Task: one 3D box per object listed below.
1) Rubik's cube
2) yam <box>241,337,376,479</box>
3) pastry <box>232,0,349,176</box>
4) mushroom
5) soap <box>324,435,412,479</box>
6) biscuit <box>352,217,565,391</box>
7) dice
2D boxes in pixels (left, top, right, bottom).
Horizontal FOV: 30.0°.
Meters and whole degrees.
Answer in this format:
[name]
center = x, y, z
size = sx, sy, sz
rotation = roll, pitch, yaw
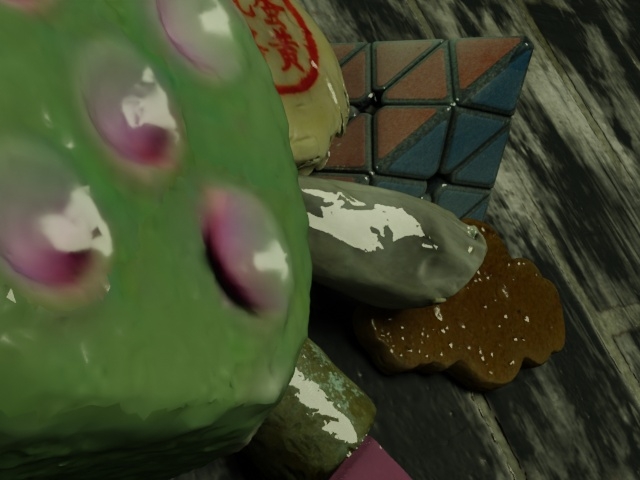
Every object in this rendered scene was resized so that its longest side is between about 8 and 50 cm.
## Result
[Rubik's cube]
center = 0.082, -0.102, 1.280
size = 0.233, 0.229, 0.228
rotation = 5, 2, -3
[yam]
center = -0.056, 0.103, 0.962
size = 0.194, 0.107, 0.107
rotation = 47, 34, -5
[pastry]
center = -0.088, -0.157, 1.150
size = 0.264, 0.133, 0.265
rotation = 30, 43, -32
[mushroom]
center = -0.001, -0.002, 1.085
size = 0.351, 0.097, 0.109
rotation = 10, 83, -25
[soap]
center = 0.023, 0.287, 0.903
size = 0.181, 0.081, 0.259
rotation = 51, 34, 0
[biscuit]
center = 0.148, 0.074, 1.258
size = 0.319, 0.047, 0.183
rotation = -19, 83, -48
[dice]
center = -0.215, -0.014, 0.651
size = 0.318, 0.322, 0.330
rotation = 11, 59, -55
